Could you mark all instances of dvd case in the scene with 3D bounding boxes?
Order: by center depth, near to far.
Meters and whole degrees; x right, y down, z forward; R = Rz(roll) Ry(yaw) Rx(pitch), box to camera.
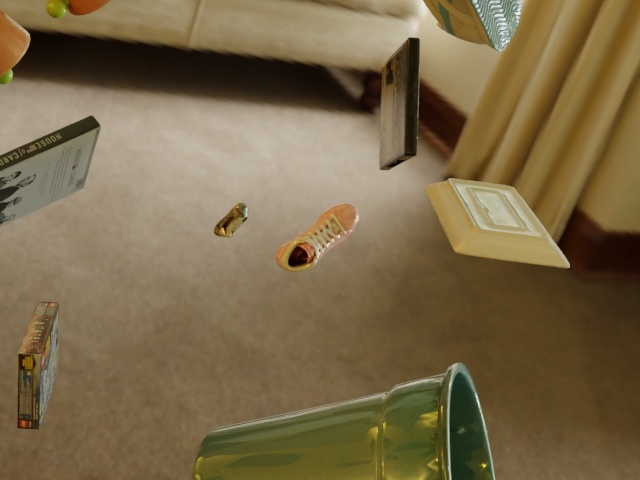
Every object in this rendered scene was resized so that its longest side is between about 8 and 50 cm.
[{"bbox_3d":[-0.432,-0.080,1.810,0.239,0.179,0.029,-30,76,-31],"label":"dvd case"},{"bbox_3d":[0.124,-0.212,2.019,0.022,0.180,0.253,1,-2,-7],"label":"dvd case"}]

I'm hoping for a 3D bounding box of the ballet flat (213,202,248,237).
[{"bbox_3d":[-0.173,-0.029,2.428,0.041,0.114,0.041,18,50,-24],"label":"ballet flat"}]

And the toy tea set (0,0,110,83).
[{"bbox_3d":[-0.223,-0.267,1.274,0.124,0.336,0.200,53,11,-40],"label":"toy tea set"}]

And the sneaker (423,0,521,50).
[{"bbox_3d":[0.138,-0.293,1.347,0.092,0.228,0.087,20,64,35],"label":"sneaker"}]

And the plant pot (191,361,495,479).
[{"bbox_3d":[0.034,0.341,1.576,0.334,0.341,0.341,-9,20,16],"label":"plant pot"}]

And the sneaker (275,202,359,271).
[{"bbox_3d":[0.000,0.000,1.739,0.051,0.134,0.070,56,-1,-10],"label":"sneaker"}]

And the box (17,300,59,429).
[{"bbox_3d":[-0.317,0.138,1.426,0.027,0.094,0.137,5,21,-5],"label":"box"}]

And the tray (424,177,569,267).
[{"bbox_3d":[0.224,-0.031,1.640,0.145,0.030,0.270,7,19,-6],"label":"tray"}]
